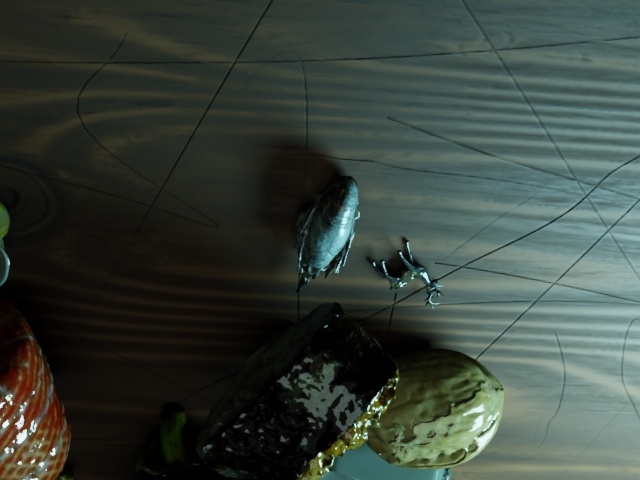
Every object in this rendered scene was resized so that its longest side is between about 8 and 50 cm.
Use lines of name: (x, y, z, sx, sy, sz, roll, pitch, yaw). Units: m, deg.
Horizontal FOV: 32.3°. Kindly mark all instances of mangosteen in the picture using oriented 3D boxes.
mangosteen: (-0.200, 0.461, 1.825, 0.306, 0.306, 0.360, -5, 101, 2)

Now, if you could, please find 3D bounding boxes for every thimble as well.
thimble: (-0.552, 0.252, 1.636, 0.350, 0.350, 0.231, -6, 125, 3)

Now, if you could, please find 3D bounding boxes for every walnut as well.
walnut: (0.173, 0.267, 1.763, 0.244, 0.198, 0.198, -14, 123, 11)

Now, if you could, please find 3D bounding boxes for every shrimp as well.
shrimp: (0.000, 0.000, 1.649, 0.090, 0.079, 0.233, 19, 126, -9)

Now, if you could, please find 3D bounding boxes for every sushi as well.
sushi: (-0.029, 0.247, 1.694, 0.207, 0.234, 0.348, 41, 120, -6)

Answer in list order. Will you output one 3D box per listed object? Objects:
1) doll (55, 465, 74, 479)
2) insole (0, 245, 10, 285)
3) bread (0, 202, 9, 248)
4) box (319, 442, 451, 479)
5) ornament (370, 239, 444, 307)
doll: (-0.498, 0.480, 1.937, 0.129, 0.081, 0.207, 9, 122, -53)
insole: (-0.583, -0.010, 1.549, 0.322, 0.007, 0.109, 20, 118, 5)
bread: (-0.561, -0.003, 1.612, 0.213, 0.105, 0.213, 1, 123, 1)
box: (0.090, 0.407, 1.856, 0.243, 0.135, 0.163, 23, 126, -2)
ornament: (0.142, 0.062, 1.719, 0.073, 0.028, 0.125, -33, 117, 18)
